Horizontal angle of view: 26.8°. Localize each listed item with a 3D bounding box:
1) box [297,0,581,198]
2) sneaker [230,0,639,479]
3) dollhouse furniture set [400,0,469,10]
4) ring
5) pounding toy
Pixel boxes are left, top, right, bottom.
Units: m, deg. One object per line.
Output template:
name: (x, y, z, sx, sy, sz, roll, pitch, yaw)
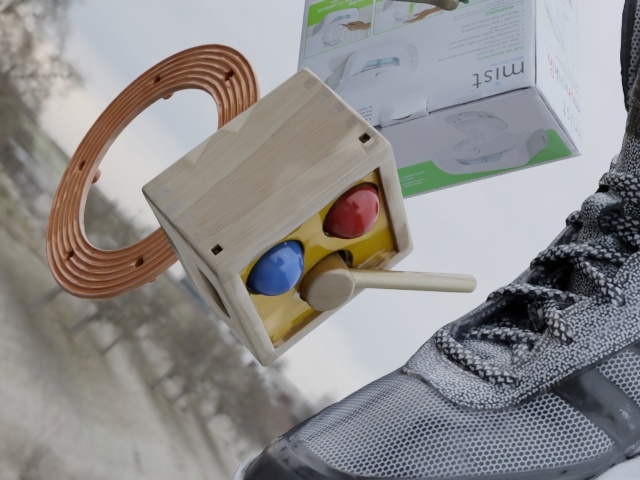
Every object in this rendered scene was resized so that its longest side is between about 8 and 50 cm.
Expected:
box: (0.114, -0.176, 1.329, 0.127, 0.262, 0.231, 44, 41, -46)
sneaker: (0.089, 0.004, 0.407, 0.101, 0.268, 0.153, -143, -140, -60)
dollhouse furniture set: (-0.005, -0.324, 1.115, 0.197, 0.301, 0.151, 110, -22, -49)
ring: (-0.190, -0.078, 1.535, 0.032, 0.336, 0.336, 39, 0, -38)
pounding toy: (0.000, 0.000, 0.728, 0.100, 0.130, 0.141, 46, -13, 30)
